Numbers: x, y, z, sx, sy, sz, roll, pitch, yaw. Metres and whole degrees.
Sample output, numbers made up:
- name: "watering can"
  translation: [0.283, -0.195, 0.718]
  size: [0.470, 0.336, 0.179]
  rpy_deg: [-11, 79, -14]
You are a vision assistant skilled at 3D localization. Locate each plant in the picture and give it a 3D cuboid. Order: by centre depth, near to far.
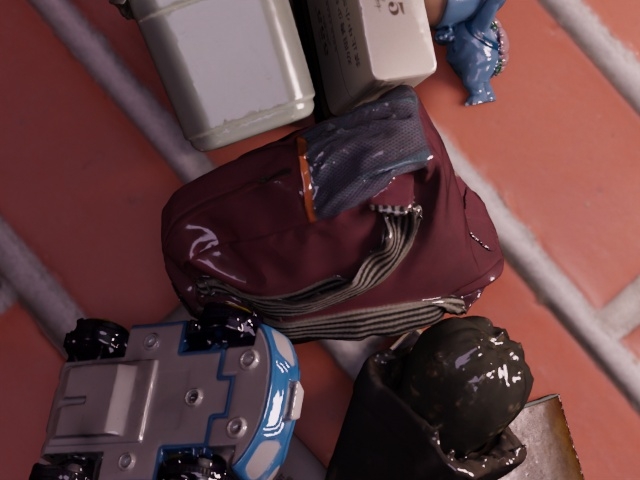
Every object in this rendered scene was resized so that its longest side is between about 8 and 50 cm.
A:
- name: "plant"
  translation: [0.109, 0.183, 1.518]
  size: [0.164, 0.142, 0.256]
  rpy_deg: [51, 123, 24]

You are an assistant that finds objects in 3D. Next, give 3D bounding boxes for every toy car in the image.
- name: "toy car"
  translation: [-0.140, 0.180, 1.526]
  size: [0.314, 0.166, 0.198]
  rpy_deg: [-8, 60, 30]

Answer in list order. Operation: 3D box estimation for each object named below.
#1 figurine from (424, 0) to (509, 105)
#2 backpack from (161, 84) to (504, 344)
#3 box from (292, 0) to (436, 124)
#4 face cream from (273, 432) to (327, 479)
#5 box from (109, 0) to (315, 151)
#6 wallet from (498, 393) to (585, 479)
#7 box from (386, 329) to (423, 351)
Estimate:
- name: "figurine"
  translation: [0.136, -0.228, 1.630]
  size: [0.144, 0.114, 0.178]
  rpy_deg: [-11, 94, 1]
- name: "backpack"
  translation: [0.000, 0.000, 1.534]
  size: [0.317, 0.283, 0.197]
  rpy_deg: [-21, 55, 12]
- name: "box"
  translation: [0.038, -0.214, 1.548]
  size: [0.071, 0.259, 0.168]
  rpy_deg: [-10, 86, -12]
- name: "face cream"
  translation: [-0.048, 0.259, 1.610]
  size: [0.314, 0.089, 0.143]
  rpy_deg: [40, 87, 14]
- name: "box"
  translation: [-0.092, -0.190, 1.530]
  size: [0.175, 0.312, 0.182]
  rpy_deg: [-20, 94, -1]
- name: "wallet"
  translation: [0.232, 0.294, 1.599]
  size: [0.137, 0.031, 0.255]
  rpy_deg: [-14, 84, -28]
- name: "box"
  translation: [0.100, 0.141, 1.632]
  size: [0.079, 0.035, 0.083]
  rpy_deg: [45, 88, 3]
